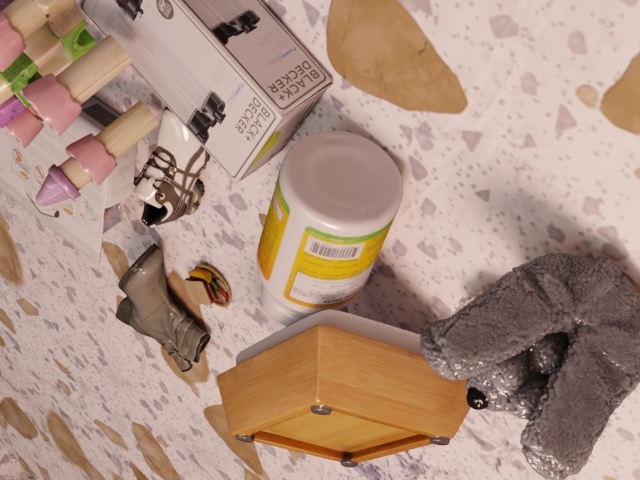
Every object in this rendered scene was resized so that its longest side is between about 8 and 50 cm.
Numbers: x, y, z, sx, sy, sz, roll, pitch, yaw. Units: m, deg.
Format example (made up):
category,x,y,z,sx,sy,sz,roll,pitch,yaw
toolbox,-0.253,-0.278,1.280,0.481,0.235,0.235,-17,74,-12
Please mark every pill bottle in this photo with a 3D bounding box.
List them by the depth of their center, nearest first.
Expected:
category,x,y,z,sx,sy,sz,roll,pitch,yaw
pill bottle,0.000,0.000,1.235,0.136,0.136,0.246,40,146,15

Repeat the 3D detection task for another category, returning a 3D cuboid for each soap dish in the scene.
category,x,y,z,sx,sy,sz,roll,pitch,yaw
soap dish,0.026,0.193,1.325,0.228,0.118,0.291,19,154,-23

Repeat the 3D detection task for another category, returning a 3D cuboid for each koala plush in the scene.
category,x,y,z,sx,sy,sz,roll,pitch,yaw
koala plush,0.217,0.119,1.098,0.196,0.203,0.221,45,168,7

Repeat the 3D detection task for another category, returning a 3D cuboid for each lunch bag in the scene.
category,x,y,z,sx,sy,sz,roll,pitch,yaw
lunch bag,-0.365,-0.039,1.674,0.071,0.083,0.053,32,142,24

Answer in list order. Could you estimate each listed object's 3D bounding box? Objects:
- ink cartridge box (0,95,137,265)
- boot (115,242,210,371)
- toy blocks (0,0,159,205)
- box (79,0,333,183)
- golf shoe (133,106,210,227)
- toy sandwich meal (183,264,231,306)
category,x,y,z,sx,sy,sz,roll,pitch,yaw
ink cartridge box,-0.396,-0.130,1.608,0.275,0.060,0.239,35,134,22
boot,-0.235,0.110,1.689,0.161,0.083,0.246,37,151,7
toy blocks,-0.402,-0.199,1.316,0.309,0.260,0.288,48,172,10
box,-0.136,-0.226,1.220,0.290,0.087,0.169,49,147,2
golf shoe,-0.202,-0.092,1.425,0.077,0.094,0.198,34,142,25
toy sandwich meal,-0.170,0.072,1.602,0.085,0.029,0.086,30,142,27
